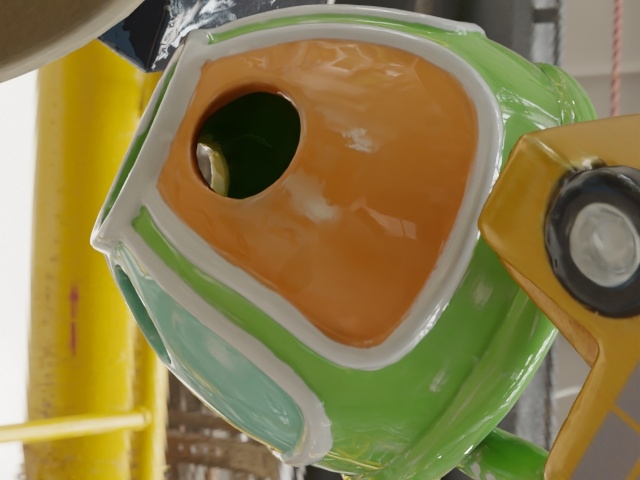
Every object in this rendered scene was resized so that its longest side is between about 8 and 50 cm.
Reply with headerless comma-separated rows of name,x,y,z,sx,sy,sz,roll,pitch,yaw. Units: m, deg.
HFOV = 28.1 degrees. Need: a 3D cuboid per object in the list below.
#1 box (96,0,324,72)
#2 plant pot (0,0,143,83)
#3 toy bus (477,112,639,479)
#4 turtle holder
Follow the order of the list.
box,-0.061,-0.196,0.784,0.093,0.156,0.158,37,-60,25
plant pot,-0.148,-0.215,0.312,0.256,0.256,0.274,-24,-124,33
toy bus,0.192,0.087,0.419,0.333,0.108,0.130,41,-52,31
turtle holder,0.009,-0.015,0.675,0.227,0.320,0.243,23,-74,-12
